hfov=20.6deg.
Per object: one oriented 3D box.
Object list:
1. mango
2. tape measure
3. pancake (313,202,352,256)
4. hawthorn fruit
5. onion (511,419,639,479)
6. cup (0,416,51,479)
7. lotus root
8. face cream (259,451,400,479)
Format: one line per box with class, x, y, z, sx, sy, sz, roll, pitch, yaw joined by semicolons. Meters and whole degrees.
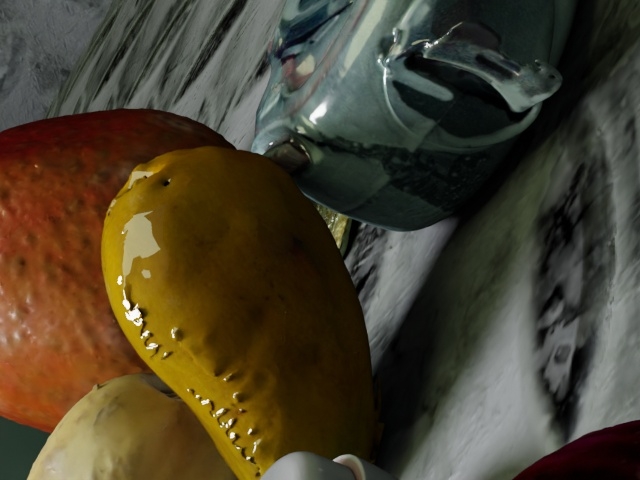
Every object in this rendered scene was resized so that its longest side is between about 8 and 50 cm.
mango;-0.044;0.058;1.091;0.151;0.156;0.248;-24;85;52
tape measure;0.060;-0.143;1.159;0.275;0.147;0.256;-43;26;50
pancake;0.000;0.001;1.368;0.108;0.017;0.108;-58;19;33
hawthorn fruit;-0.225;0.015;1.471;0.285;0.369;0.284;-167;90;-89
onion;0.083;0.184;0.510;0.281;0.221;0.280;-20;54;30
cup;-0.476;0.285;1.963;0.392;0.310;0.401;-51;23;26
lotus root;-0.145;0.249;1.191;0.151;0.169;0.342;-155;89;-80
face cream;0.010;0.174;0.929;0.117;0.104;0.117;-55;20;31
